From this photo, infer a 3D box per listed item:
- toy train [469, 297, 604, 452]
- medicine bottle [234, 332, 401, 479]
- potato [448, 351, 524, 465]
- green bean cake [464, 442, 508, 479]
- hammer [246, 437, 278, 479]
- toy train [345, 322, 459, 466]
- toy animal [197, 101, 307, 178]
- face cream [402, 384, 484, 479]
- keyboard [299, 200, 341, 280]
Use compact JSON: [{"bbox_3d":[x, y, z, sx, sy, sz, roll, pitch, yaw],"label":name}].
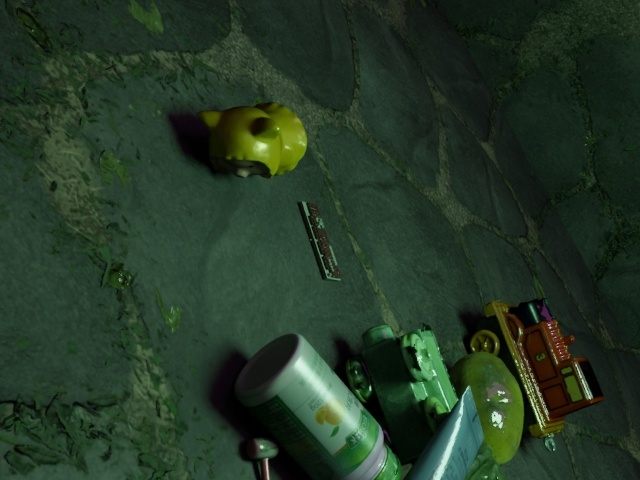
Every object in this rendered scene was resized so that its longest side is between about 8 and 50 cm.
[{"bbox_3d":[0.503,0.301,1.890,0.163,0.231,0.369,13,55,-57],"label":"toy train"},{"bbox_3d":[0.003,0.277,1.213,0.274,0.133,0.133,51,30,-18],"label":"medicine bottle"},{"bbox_3d":[0.335,0.348,1.677,0.169,0.143,0.248,7,54,-9],"label":"potato"},{"bbox_3d":[0.271,0.505,1.447,0.241,0.132,0.255,-17,79,-57],"label":"green bean cake"},{"bbox_3d":[-0.080,0.322,1.152,0.052,0.031,0.083,15,62,-49],"label":"hammer"},{"bbox_3d":[0.157,0.280,1.443,0.188,0.159,0.272,18,49,-64],"label":"toy train"},{"bbox_3d":[-0.107,-0.178,1.430,0.156,0.156,0.230,64,18,6],"label":"toy animal"},{"bbox_3d":[0.155,0.404,1.251,0.385,0.086,0.136,-47,132,-35],"label":"face cream"},{"bbox_3d":[0.000,0.000,1.577,0.055,0.017,0.166,11,55,-54],"label":"keyboard"}]
